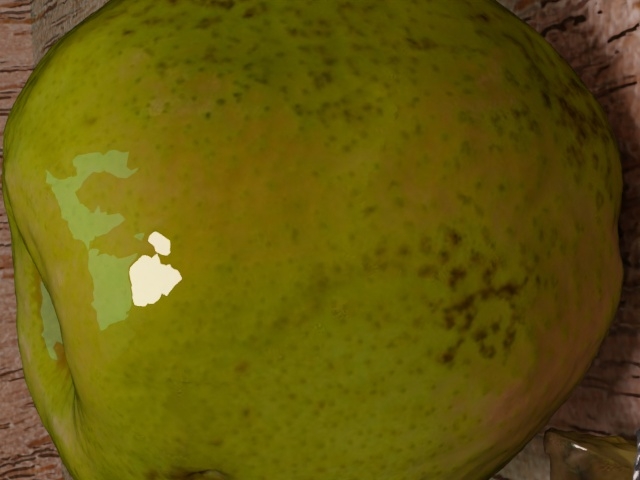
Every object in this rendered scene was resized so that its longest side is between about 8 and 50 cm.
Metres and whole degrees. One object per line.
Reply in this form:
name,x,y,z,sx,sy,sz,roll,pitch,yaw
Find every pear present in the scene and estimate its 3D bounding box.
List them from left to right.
pear,0.000,0.000,0.907,0.391,0.391,0.391,176,90,-66

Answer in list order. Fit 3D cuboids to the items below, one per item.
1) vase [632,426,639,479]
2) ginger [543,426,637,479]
vase,0.302,0.104,0.414,0.445,0.250,0.249,5,98,61
ginger,0.164,0.236,0.870,0.116,0.109,0.262,14,105,62
